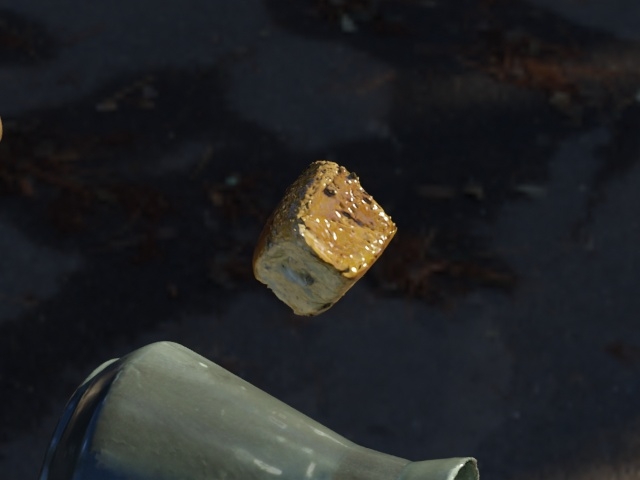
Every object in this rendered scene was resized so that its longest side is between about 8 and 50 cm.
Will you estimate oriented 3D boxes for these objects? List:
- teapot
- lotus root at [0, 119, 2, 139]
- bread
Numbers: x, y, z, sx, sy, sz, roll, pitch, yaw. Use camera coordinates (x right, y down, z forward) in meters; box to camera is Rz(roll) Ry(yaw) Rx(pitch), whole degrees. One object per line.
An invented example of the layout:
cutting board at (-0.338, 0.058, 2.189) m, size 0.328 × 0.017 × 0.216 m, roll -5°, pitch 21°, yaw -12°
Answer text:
teapot at (-0.029, 0.166, 0.977) m, size 0.225 × 0.203 × 0.171 m, roll 13°, pitch 71°, yaw 18°
lotus root at (-0.396, -0.059, 1.111) m, size 0.374 × 0.111 × 0.390 m, roll -12°, pitch 32°, yaw 8°
bread at (-0.002, -0.001, 1.136) m, size 0.076 × 0.083 × 0.070 m, roll 43°, pitch 56°, yaw -3°
